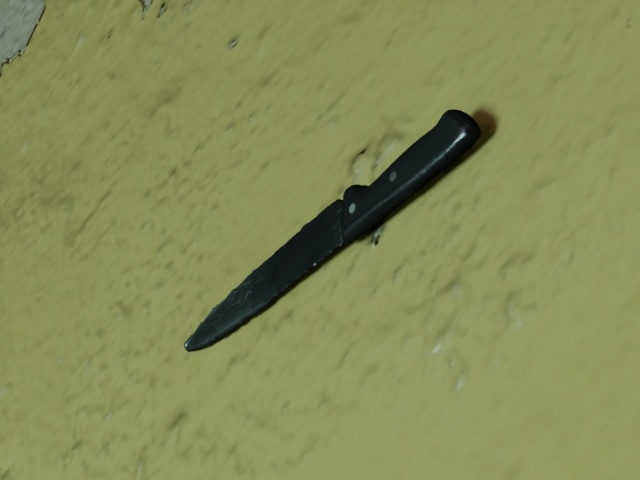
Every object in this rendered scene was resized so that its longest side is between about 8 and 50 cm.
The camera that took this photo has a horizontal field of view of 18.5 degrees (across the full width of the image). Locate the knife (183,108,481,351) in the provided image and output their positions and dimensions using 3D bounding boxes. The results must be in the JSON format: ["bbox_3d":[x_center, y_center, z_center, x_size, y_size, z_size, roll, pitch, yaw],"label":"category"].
[{"bbox_3d":[0.000,0.000,0.698,0.170,0.010,0.023,-39,37,39],"label":"knife"}]
